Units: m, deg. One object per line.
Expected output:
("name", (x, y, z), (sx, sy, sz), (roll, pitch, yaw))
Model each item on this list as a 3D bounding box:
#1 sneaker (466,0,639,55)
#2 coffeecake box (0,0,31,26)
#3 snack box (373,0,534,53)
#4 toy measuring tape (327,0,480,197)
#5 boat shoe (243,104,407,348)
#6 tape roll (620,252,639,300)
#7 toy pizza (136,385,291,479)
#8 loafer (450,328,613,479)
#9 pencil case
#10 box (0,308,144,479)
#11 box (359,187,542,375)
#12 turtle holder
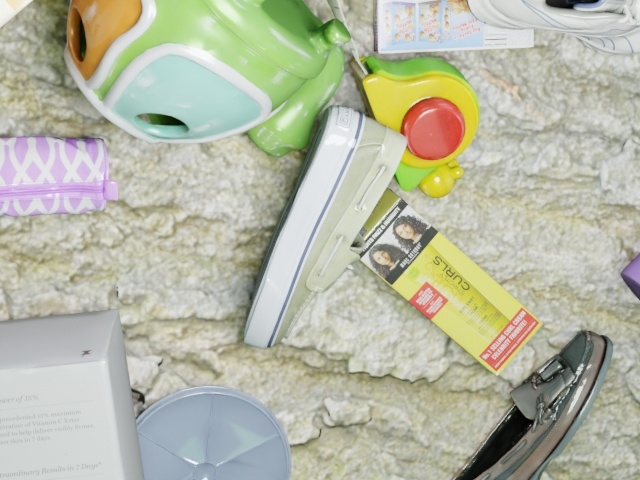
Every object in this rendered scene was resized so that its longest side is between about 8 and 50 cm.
("sneaker", (0.306, -0.254, 1.873), (0.297, 0.129, 0.111), (1, 98, -25))
("coffeecake box", (-0.317, -0.264, 1.708), (0.142, 0.185, 0.068), (-40, 109, 0))
("snack box", (0.147, -0.240, 1.907), (0.178, 0.022, 0.064), (-4, 105, -12))
("toy measuring tape", (0.092, -0.188, 1.844), (0.121, 0.121, 0.330), (-26, 120, -5))
("boat shoe", (0.000, 0.000, 1.856), (0.094, 0.109, 0.302), (20, 120, -6))
("tape roll", (0.462, 0.101, 1.933), (0.275, 0.275, 0.090), (43, 92, -19))
("toy pizza", (-0.133, 0.256, 1.966), (0.201, 0.032, 0.201), (-4, 106, -13))
("loafer", (0.239, 0.213, 2.011), (0.084, 0.096, 0.267), (28, 99, -12))
("pencil case", (-0.319, -0.064, 1.812), (0.206, 0.088, 0.086), (-6, 107, -12))
("box", (-0.300, 0.268, 1.841), (0.215, 0.168, 0.345), (-6, 106, 0))
("box", (0.137, 0.048, 1.960), (0.232, 0.058, 0.087), (41, 92, -19))
("turtle holder", (-0.117, -0.214, 1.766), (0.227, 0.320, 0.243), (-42, 75, 15))
